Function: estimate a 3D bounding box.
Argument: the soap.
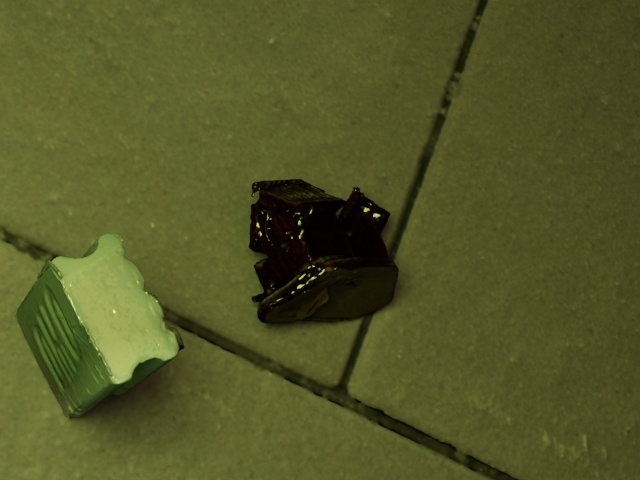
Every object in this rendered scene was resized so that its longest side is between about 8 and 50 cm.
[{"bbox_3d":[-0.245,0.097,1.329,0.094,0.261,0.150,-31,87,-26],"label":"soap"}]

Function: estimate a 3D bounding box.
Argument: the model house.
[{"bbox_3d":[-0.001,0.006,1.566,0.203,0.141,0.164,5,47,-45],"label":"model house"}]
